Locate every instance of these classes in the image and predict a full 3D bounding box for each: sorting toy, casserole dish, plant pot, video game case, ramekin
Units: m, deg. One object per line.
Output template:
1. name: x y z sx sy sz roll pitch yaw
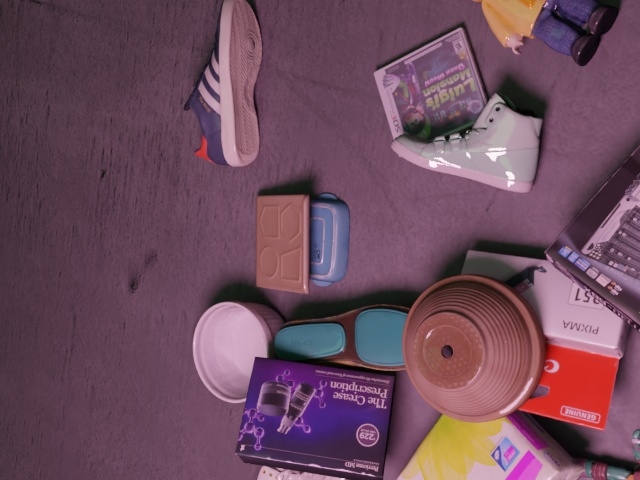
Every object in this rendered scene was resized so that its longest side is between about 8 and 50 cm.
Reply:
1. sorting toy: -0.073 0.004 1.505 0.208 0.038 0.192 4 94 56
2. casserole dish: 0.000 0.000 1.485 0.114 0.037 0.188 7 96 34
3. plant pot: 0.220 0.170 1.171 0.238 0.110 0.237 -3 85 35
4. video game case: 0.200 -0.264 1.348 0.191 0.022 0.173 -21 80 33
5. ramekin: -0.155 0.226 1.554 0.207 0.109 0.207 1 91 34

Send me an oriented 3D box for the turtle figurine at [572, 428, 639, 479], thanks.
1. turtle figurine: 0.484 0.378 1.122 0.234 0.118 0.175 -24 60 49

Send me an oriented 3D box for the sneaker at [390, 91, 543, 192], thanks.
1. sneaker: 0.252 -0.185 1.271 0.256 0.094 0.151 17 107 23

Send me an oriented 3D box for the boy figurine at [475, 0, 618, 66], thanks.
1. boy figurine: 0.336 -0.401 1.212 0.285 0.092 0.177 40 115 23

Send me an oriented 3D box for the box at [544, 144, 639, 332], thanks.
1. box: 0.522 0.028 1.063 0.242 0.076 0.307 -49 64 3

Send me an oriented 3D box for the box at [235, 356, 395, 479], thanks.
1. box: -0.005 0.327 1.360 0.262 0.103 0.184 6 68 7

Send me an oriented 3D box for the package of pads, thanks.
1. package of pads: 0.260 0.405 1.251 0.229 0.101 0.296 48 117 44

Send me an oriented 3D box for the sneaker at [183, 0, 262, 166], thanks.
1. sneaker: -0.215 -0.331 1.561 0.148 0.131 0.349 5 95 30

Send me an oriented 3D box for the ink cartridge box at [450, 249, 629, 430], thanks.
1. ink cartridge box: 0.337 0.148 1.192 0.275 0.060 0.238 8 69 34

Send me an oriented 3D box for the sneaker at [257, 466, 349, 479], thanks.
1. sneaker: -0.037 0.469 1.484 0.169 0.108 0.292 43 115 22

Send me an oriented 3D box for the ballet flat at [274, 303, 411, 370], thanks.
1. ballet flat: 0.078 0.185 1.393 0.349 0.123 0.123 -8 87 31
